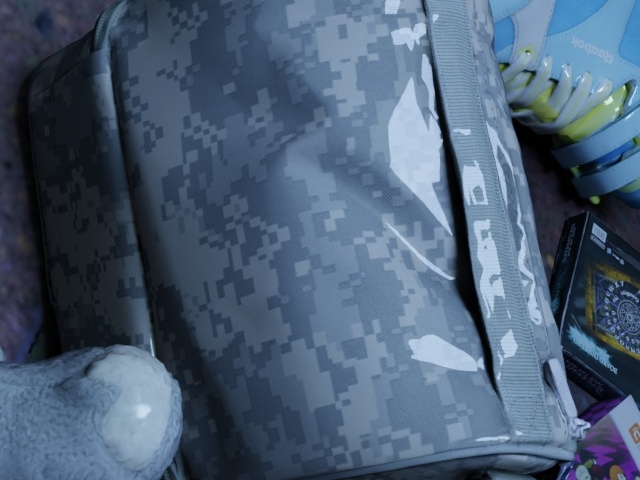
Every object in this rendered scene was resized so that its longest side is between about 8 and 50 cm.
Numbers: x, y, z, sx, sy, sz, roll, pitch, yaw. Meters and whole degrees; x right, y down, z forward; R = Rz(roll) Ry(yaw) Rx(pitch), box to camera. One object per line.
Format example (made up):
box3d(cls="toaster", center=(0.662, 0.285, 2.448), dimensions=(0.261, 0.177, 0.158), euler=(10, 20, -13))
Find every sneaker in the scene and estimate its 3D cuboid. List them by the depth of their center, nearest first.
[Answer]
box3d(cls="sneaker", center=(0.175, -0.108, 0.952), dimensions=(0.319, 0.127, 0.208), euler=(-18, 86, -40))

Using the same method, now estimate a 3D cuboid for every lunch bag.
box3d(cls="lunch bag", center=(0.000, 0.000, 0.687), dimensions=(0.212, 0.256, 0.305), euler=(0, 75, -38))

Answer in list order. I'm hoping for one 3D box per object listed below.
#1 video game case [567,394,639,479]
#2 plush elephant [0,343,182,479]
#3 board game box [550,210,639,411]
box3d(cls="video game case", center=(0.188, 0.250, 0.894), dimensions=(0.232, 0.042, 0.210), euler=(-27, 91, -41))
box3d(cls="plush elephant", center=(-0.231, -0.043, 0.504), dimensions=(0.330, 0.272, 0.255), euler=(9, 84, -23))
box3d(cls="board game box", center=(0.250, 0.079, 1.012), dimensions=(0.186, 0.026, 0.126), euler=(36, 56, -24))
